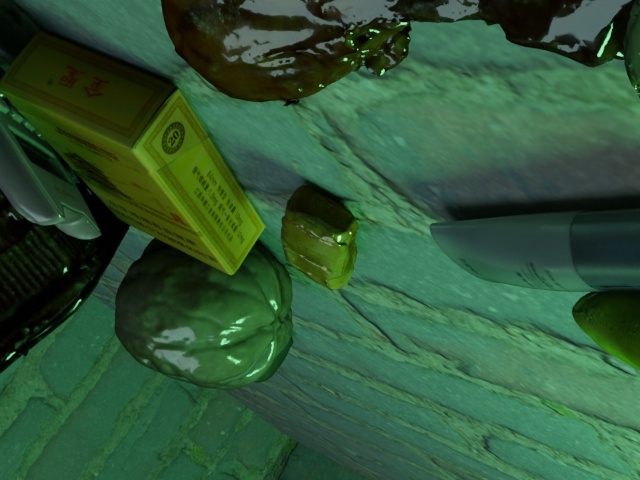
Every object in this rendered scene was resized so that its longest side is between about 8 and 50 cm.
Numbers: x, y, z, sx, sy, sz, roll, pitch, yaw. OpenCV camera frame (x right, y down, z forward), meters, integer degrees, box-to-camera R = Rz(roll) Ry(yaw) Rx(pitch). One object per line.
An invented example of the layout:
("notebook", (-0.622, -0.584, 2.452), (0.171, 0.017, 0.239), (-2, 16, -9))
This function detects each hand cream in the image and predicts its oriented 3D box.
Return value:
("hand cream", (0.162, 0.009, 0.599), (0.079, 0.048, 0.255), (41, 164, -18))

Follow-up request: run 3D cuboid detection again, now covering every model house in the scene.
("model house", (-0.419, -0.014, 1.045), (0.282, 0.317, 0.297), (52, 179, -19))

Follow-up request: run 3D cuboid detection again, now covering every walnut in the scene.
("walnut", (-0.141, 0.079, 1.098), (0.224, 0.224, 0.224), (30, 164, 9))

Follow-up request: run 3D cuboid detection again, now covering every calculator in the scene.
("calculator", (-0.319, -0.128, 0.889), (0.294, 0.043, 0.194), (58, 178, 5))

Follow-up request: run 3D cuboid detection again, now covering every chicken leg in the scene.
("chicken leg", (0.023, -0.119, 0.425), (0.304, 0.093, 0.113), (8, 139, 46))

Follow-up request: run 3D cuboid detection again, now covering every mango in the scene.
("mango", (0.228, 0.056, 0.559), (0.091, 0.074, 0.165), (10, -173, -37))

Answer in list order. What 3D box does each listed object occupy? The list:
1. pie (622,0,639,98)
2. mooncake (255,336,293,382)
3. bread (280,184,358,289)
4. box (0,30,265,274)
("pie", (0.195, -0.055, 0.296), (0.187, 0.041, 0.187), (13, 161, 4))
("mooncake", (-0.136, 0.153, 1.485), (0.175, 0.104, 0.168), (34, 170, 7))
("bread", (0.000, 0.000, 0.857), (0.074, 0.053, 0.132), (29, 162, 10))
("box", (-0.179, -0.079, 0.921), (0.174, 0.076, 0.274), (23, 162, 24))
